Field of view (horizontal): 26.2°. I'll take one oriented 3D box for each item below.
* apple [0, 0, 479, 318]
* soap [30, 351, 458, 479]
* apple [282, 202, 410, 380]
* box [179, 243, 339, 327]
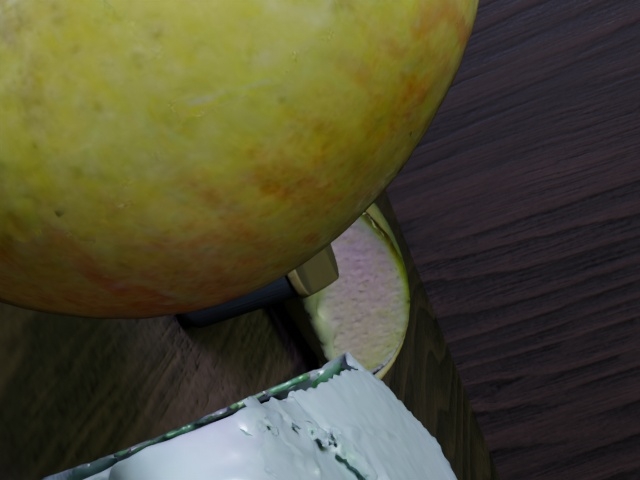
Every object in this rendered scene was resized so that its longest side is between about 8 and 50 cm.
[{"bbox_3d":[-0.079,-0.094,0.470,0.194,0.261,0.261,22,46,-64],"label":"apple"},{"bbox_3d":[0.006,0.219,0.386,0.261,0.156,0.446,47,15,-44],"label":"soap"},{"bbox_3d":[0.000,0.000,1.257,0.193,0.120,0.265,-120,-175,-58],"label":"apple"},{"bbox_3d":[-0.060,-0.018,0.972,0.201,0.090,0.144,-27,96,-82],"label":"box"}]
